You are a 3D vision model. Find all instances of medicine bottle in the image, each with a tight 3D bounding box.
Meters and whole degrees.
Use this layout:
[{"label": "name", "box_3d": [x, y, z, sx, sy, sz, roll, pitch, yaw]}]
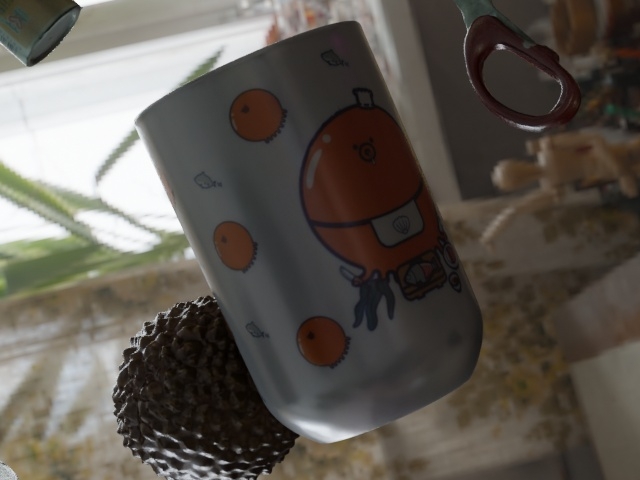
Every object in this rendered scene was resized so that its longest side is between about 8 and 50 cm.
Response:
[{"label": "medicine bottle", "box_3d": [-0.279, -0.222, 1.073, 0.218, 0.074, 0.074, 41, 172, 0]}]

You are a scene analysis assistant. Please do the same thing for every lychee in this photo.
[{"label": "lychee", "box_3d": [-0.098, 0.145, 1.381, 0.238, 0.200, 0.200, 25, -135, -59]}]

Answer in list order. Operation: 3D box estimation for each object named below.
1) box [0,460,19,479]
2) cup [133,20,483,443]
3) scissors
[{"label": "box", "box_3d": [-0.327, 0.195, 0.835, 0.291, 0.262, 0.206, 121, 167, -87]}, {"label": "cup", "box_3d": [0.000, 0.000, 1.237, 0.212, 0.212, 0.317, 164, 83, -83]}, {"label": "scissors", "box_3d": [0.066, -0.164, 0.831, 0.248, 0.144, 0.017, 29, 174, 28]}]
